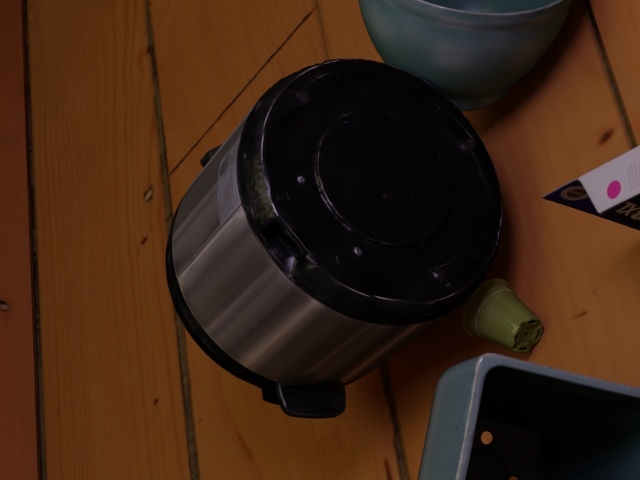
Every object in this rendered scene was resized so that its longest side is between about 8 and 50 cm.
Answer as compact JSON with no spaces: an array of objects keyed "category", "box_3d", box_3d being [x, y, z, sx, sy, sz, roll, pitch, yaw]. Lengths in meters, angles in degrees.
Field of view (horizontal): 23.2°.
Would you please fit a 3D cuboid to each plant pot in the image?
[{"category":"plant pot","box_3d":[0.181,-0.296,2.052,0.293,0.293,0.196,-113,23,-46]},{"category":"plant pot","box_3d":[0.222,0.271,1.737,0.252,0.248,0.247,162,121,-74]},{"category":"plant pot","box_3d":[0.233,0.101,1.948,0.079,0.083,0.083,35,106,45]}]

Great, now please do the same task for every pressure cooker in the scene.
[{"category":"pressure cooker","box_3d":[-0.006,-0.002,2.054,0.370,0.375,0.420,-49,3,-36]}]

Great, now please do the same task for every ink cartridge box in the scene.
[{"category":"ink cartridge box","box_3d":[0.422,-0.068,1.632,0.371,0.176,0.069,-28,54,49]}]
